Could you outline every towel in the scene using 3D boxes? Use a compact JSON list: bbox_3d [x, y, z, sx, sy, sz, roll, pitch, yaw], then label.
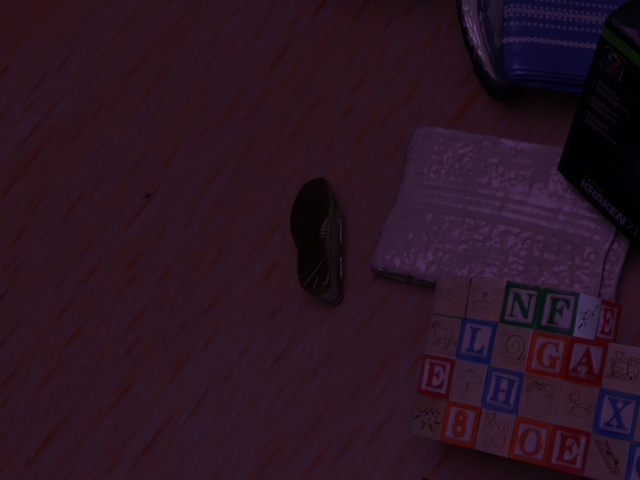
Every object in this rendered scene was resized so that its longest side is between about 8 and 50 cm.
[{"bbox_3d":[0.328,-0.311,1.603,0.243,0.040,0.336,6,67,-2],"label":"towel"},{"bbox_3d":[0.205,-0.019,1.555,0.282,0.049,0.187,12,71,23],"label":"towel"}]

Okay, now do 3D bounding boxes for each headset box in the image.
[{"bbox_3d":[0.382,-0.099,1.370,0.131,0.283,0.246,-35,68,-21],"label":"headset box"}]

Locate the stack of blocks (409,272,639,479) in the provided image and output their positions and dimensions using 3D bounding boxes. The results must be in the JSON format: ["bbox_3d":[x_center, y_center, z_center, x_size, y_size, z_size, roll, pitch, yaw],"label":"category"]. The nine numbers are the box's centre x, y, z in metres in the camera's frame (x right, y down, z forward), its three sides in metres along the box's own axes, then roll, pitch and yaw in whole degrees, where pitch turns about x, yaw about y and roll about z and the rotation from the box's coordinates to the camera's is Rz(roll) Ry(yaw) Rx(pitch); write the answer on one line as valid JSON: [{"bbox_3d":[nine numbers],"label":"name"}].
[{"bbox_3d":[0.240,0.136,1.378,0.297,0.087,0.171,9,86,43],"label":"stack of blocks"}]

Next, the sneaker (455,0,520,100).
[{"bbox_3d":[0.217,-0.297,1.637,0.122,0.110,0.283,-9,65,11],"label":"sneaker"}]

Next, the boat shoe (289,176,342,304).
[{"bbox_3d":[0.002,0.000,1.622,0.056,0.048,0.153,-21,55,23],"label":"boat shoe"}]

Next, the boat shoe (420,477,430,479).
[{"bbox_3d":[0.146,0.323,1.424,0.066,0.066,0.183,-47,52,0],"label":"boat shoe"}]
